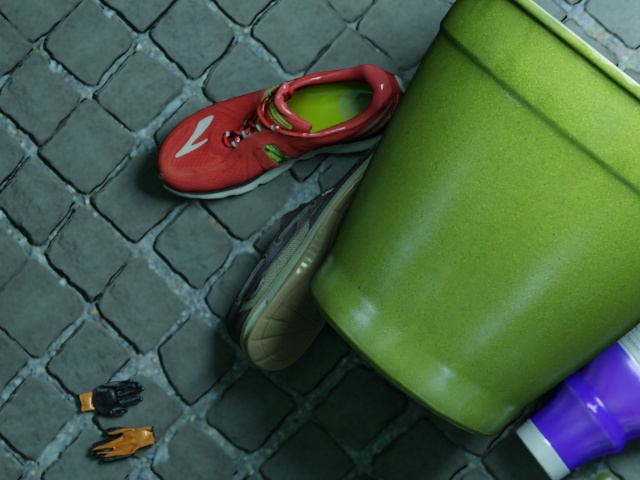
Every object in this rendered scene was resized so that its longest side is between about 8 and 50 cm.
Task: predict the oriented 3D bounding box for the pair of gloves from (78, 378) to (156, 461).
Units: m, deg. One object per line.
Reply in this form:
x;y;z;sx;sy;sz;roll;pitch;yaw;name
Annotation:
-0.215;0.190;1.800;0.074;0.010;0.083;-16;75;7;pair of gloves

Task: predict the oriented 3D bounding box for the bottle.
0.324;0.130;1.683;0.283;0.092;0.118;-38;79;1;bottle

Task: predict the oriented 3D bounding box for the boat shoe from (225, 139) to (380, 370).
0.000;0.000;1.756;0.092;0.103;0.285;32;85;45;boat shoe

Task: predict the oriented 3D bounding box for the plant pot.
0.182;-0.017;1.625;0.366;0.366;0.353;41;100;13;plant pot

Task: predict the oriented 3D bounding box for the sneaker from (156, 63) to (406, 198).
-0.048;-0.128;1.773;0.279;0.118;0.107;-19;77;5;sneaker
